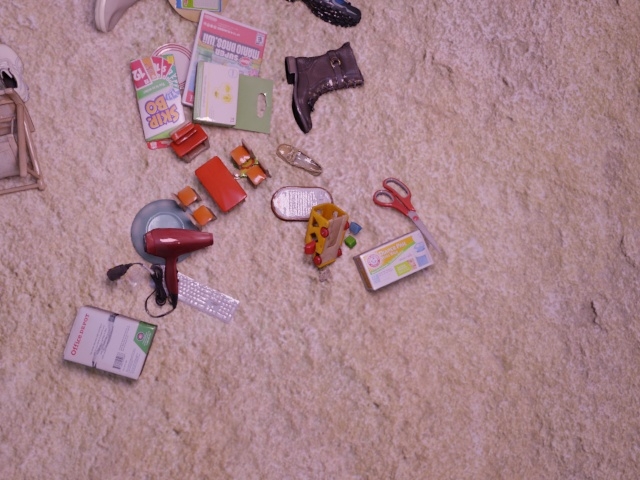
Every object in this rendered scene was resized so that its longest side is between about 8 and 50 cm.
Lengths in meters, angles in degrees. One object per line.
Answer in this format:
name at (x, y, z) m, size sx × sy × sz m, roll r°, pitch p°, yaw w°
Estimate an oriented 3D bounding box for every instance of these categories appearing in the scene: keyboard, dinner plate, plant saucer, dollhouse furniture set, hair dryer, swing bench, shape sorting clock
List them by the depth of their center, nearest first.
swing bench at (-0.911, -0.249, 1.596) m, size 0.253 × 0.165 × 0.255 m, roll -12°, pitch 83°, yaw -9°
dollhouse furniture set at (-0.311, -0.200, 1.670) m, size 0.262 × 0.135 × 0.259 m, roll -38°, pitch 82°, yaw -5°
hair dryer at (-0.424, 0.062, 1.673) m, size 0.293 × 0.080 × 0.224 m, roll -38°, pitch 127°, yaw 3°
plant saucer at (-0.445, -0.027, 1.708) m, size 0.194 × 0.037 × 0.195 m, roll 2°, pitch 81°, yaw -10°
keyboard at (-0.364, 0.155, 1.727) m, size 0.256 × 0.014 × 0.072 m, roll 27°, pitch 83°, yaw -6°
shape sorting clock at (-0.358, -0.746, 1.736) m, size 0.206 × 0.040 × 0.206 m, roll -15°, pitch 116°, yaw -34°
dinner plate at (-0.433, -0.511, 1.757) m, size 0.141 × 0.017 × 0.141 m, roll 1°, pitch 86°, yaw -10°

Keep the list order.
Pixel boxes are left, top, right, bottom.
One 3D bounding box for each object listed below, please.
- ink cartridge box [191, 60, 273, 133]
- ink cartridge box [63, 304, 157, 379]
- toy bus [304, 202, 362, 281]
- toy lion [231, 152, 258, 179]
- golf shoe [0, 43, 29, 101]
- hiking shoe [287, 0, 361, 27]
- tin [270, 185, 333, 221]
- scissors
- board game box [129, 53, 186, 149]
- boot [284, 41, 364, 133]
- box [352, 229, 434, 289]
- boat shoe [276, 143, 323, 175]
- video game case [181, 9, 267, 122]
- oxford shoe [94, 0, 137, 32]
ink cartridge box at (-0.248, -0.411, 1.726) m, size 0.235 × 0.056 × 0.171 m, roll 5°, pitch 87°, yaw -19°
ink cartridge box at (-0.578, 0.279, 1.648) m, size 0.208 × 0.087 × 0.153 m, roll 19°, pitch 84°, yaw -8°
toy bus at (0.006, -0.011, 1.744) m, size 0.104 × 0.191 × 0.202 m, roll 38°, pitch 85°, yaw 32°
toy lion at (-0.217, -0.224, 1.769) m, size 0.100 × 0.034 × 0.096 m, roll 13°, pitch 77°, yaw -8°
golf shoe at (-0.864, -0.473, 1.653) m, size 0.069 × 0.086 × 0.176 m, roll -23°, pitch 89°, yaw -8°
hiking shoe at (-0.001, -0.759, 1.793) m, size 0.304 × 0.113 × 0.132 m, roll 26°, pitch 83°, yaw -6°
tin at (-0.054, -0.111, 1.783) m, size 0.189 × 0.040 × 0.106 m, roll 0°, pitch 82°, yaw -9°
scissors at (0.279, -0.083, 1.766) m, size 0.109 × 0.021 × 0.297 m, roll -39°, pitch 61°, yaw -18°
board game box at (-0.464, -0.400, 1.727) m, size 0.124 × 0.039 × 0.260 m, roll -11°, pitch 97°, yaw -8°
boot at (0.022, -0.463, 1.789) m, size 0.228 × 0.091 × 0.263 m, roll -10°, pitch 86°, yaw -9°
box at (0.214, 0.059, 1.779) m, size 0.203 × 0.103 × 0.114 m, roll -24°, pitch 90°, yaw -10°
boat shoe at (-0.061, -0.245, 1.783) m, size 0.153 × 0.048 × 0.056 m, roll 33°, pitch 82°, yaw -6°
video game case at (-0.281, -0.511, 1.757) m, size 0.204 × 0.025 × 0.285 m, roll 13°, pitch 85°, yaw -21°
oxford shoe at (-0.499, -0.779, 1.695) m, size 0.130 × 0.169 × 0.449 m, roll 28°, pitch 78°, yaw -8°
